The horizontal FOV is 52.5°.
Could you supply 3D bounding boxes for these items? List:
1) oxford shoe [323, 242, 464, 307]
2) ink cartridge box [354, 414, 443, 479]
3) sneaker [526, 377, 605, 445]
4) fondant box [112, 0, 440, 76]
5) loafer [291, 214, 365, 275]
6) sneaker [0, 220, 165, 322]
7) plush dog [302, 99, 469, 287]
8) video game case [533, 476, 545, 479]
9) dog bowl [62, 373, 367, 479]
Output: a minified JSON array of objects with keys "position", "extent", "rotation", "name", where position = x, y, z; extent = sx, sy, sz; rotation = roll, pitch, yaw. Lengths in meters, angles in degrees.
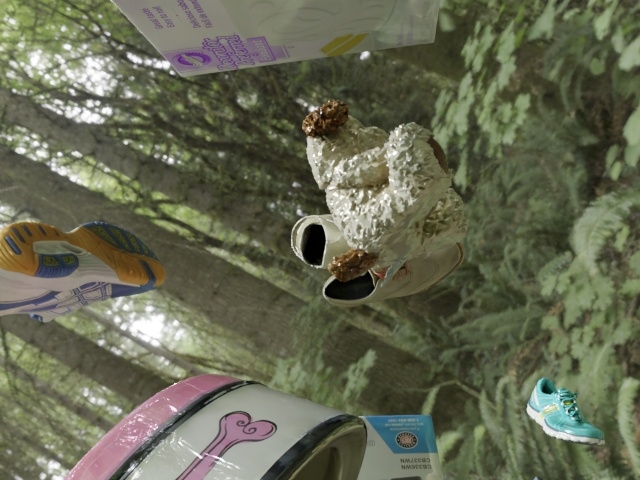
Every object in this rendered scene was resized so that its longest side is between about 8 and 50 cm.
[{"position":[0.170,0.083,1.521],"extent":[0.349,0.122,0.130],"rotation":[-24,-7,11],"name":"oxford shoe"},{"position":[0.066,0.411,0.901],"extent":[0.197,0.198,0.270],"rotation":[97,171,-47],"name":"ink cartridge box"},{"position":[0.589,0.418,1.580],"extent":[0.275,0.107,0.109],"rotation":[-143,66,-76],"name":"sneaker"},{"position":[-0.036,-0.284,0.715],"extent":[0.238,0.331,0.096],"rotation":[42,-137,-81],"name":"fondant box"},{"position":[0.000,0.000,1.203],"extent":[0.268,0.092,0.101],"rotation":[16,96,64],"name":"loafer"},{"position":[-0.351,0.050,0.911],"extent":[0.131,0.111,0.296],"rotation":[-45,-25,17],"name":"sneaker"},{"position":[0.062,-0.081,0.915],"extent":[0.211,0.225,0.262],"rotation":[-34,-30,6],"name":"plush dog"},{"position":[0.516,0.580,1.242],"extent":[0.026,0.196,0.274],"rotation":[-65,-4,17],"name":"video game case"},{"position":[-0.124,0.304,0.587],"extent":[0.408,0.150,0.407],"rotation":[-48,-25,-32],"name":"dog bowl"}]
